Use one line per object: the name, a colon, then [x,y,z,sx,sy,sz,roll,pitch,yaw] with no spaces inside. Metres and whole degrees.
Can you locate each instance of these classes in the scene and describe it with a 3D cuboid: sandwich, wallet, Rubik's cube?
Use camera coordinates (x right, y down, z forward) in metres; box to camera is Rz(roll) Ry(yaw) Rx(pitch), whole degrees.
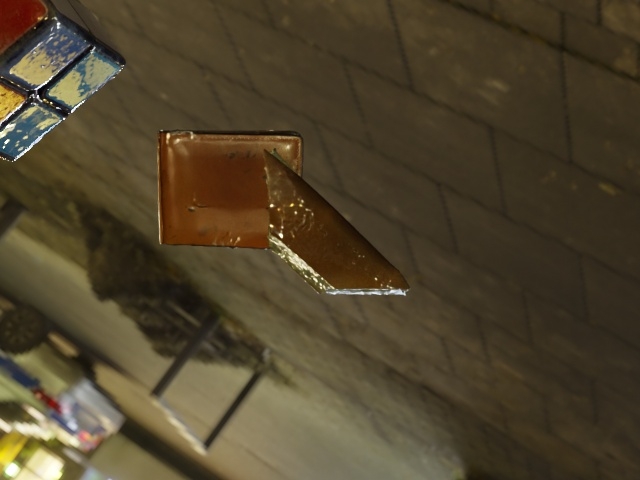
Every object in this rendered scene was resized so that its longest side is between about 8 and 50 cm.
sandwich: [0.000,0.000,1.553,0.258,0.096,0.094,43,173,0]
wallet: [-0.119,-0.067,1.638,0.196,0.160,0.042,0,179,3]
Rubik's cube: [-0.600,-0.376,2.253,0.313,0.318,0.316,53,-173,15]
